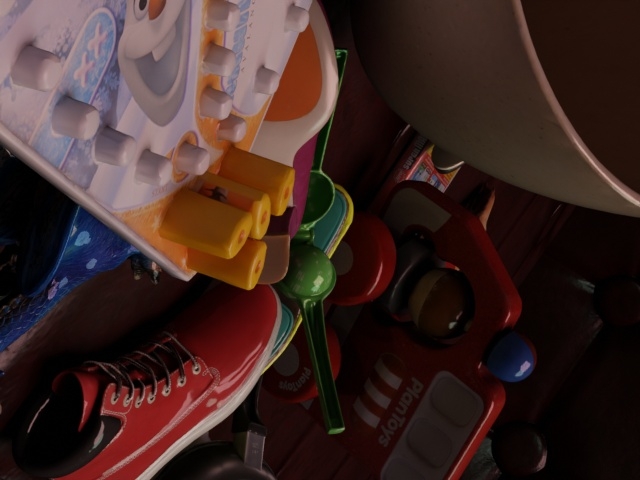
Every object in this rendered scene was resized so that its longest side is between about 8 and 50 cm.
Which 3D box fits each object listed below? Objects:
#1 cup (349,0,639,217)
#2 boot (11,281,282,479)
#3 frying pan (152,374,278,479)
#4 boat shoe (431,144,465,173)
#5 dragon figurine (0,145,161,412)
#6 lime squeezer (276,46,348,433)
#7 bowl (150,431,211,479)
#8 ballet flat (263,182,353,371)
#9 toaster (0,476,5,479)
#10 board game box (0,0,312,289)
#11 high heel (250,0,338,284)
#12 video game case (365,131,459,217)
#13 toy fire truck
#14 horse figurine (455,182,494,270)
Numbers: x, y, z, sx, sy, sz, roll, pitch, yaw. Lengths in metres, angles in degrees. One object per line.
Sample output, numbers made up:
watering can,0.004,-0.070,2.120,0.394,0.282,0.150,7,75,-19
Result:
cup,0.157,-0.175,0.728,0.331,0.331,0.237,-47,-154,-28
boot,-0.126,0.100,0.811,0.244,0.088,0.176,-47,160,-17
frying pan,-0.064,0.240,1.000,0.197,0.053,0.326,51,53,-29
boat shoe,0.170,-0.119,1.184,0.133,0.049,0.042,-52,156,-29
dragon figurine,-0.139,-0.025,0.530,0.144,0.085,0.289,-32,152,-55
lime squeezer,0.000,0.000,0.880,0.059,0.110,0.310,-1,93,-37
bowl,-0.168,0.331,1.043,0.298,0.134,0.298,-49,162,-23
ballet flat,-0.044,0.047,0.966,0.231,0.077,0.077,-56,180,-5
toaster,-0.231,0.185,0.565,0.129,0.146,0.227,-44,159,-33
board game box,-0.019,-0.199,0.416,0.390,0.050,0.390,59,52,-72
high heel,-0.032,-0.093,0.772,0.117,0.082,0.244,-94,-176,-54
video game case,0.143,-0.103,1.270,0.285,0.025,0.204,-57,164,2
toy fire truck,0.094,0.106,1.086,0.169,0.254,0.302,-3,126,-56
horse figurine,0.199,0.017,1.591,0.174,0.066,0.263,-57,167,25
